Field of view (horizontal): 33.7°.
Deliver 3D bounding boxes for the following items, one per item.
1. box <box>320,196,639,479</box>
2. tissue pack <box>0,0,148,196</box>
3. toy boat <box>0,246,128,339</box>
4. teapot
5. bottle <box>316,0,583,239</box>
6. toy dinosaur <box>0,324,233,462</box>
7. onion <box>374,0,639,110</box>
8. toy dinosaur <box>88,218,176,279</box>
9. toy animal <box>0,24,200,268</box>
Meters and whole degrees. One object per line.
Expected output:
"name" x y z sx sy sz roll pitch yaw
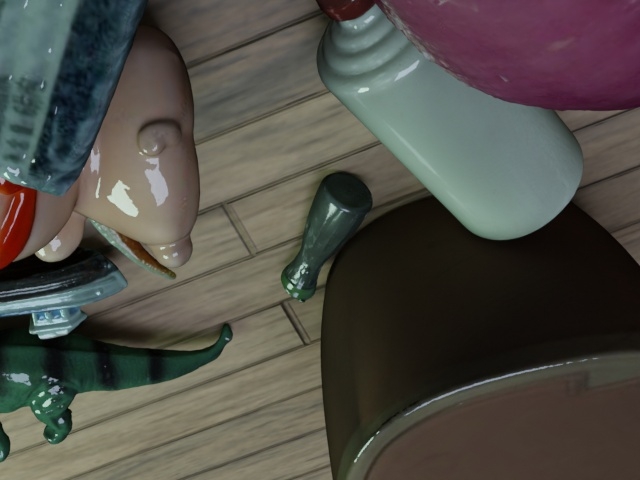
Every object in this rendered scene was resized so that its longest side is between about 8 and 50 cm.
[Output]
"box" 0.140 0.106 0.836 0.301 0.216 0.301 -6 135 -6
"tissue pack" -0.102 -0.209 0.460 0.103 0.227 0.315 12 129 -19
"toy boat" -0.214 0.043 0.792 0.140 0.059 0.066 -10 122 -7
"teapot" 0.000 0.000 0.820 0.043 0.042 0.110 10 133 -22
"bottle" 0.076 -0.101 0.696 0.104 0.104 0.245 -33 132 18
"toy dinosaur" -0.221 0.117 0.854 0.292 0.079 0.120 7 133 -24
"onion" 0.176 -0.212 0.484 0.358 0.345 0.358 -38 162 -15
"toy dinosaur" -0.164 -0.046 0.736 0.187 0.044 0.106 24 107 -19
"toy animal" -0.173 -0.057 0.626 0.198 0.171 0.171 -3 135 -25
